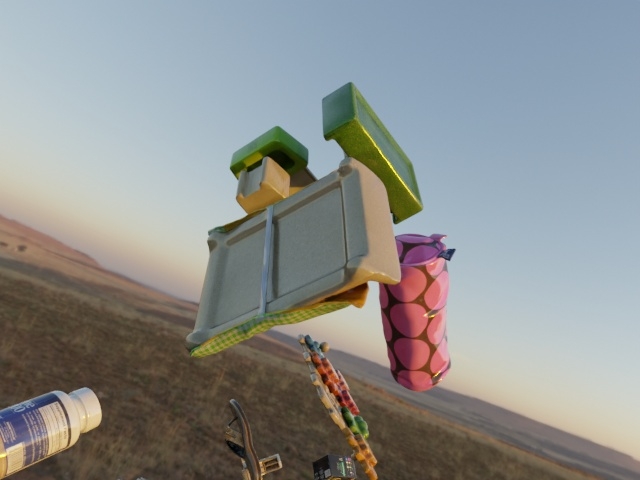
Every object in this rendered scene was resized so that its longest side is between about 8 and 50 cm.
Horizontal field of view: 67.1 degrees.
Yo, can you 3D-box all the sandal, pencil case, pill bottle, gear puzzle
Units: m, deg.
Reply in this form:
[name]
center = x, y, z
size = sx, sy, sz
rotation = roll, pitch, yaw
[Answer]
[sandal]
center = -0.186, 0.466, 1.106
size = 0.060, 0.219, 0.089
rotation = -12, -38, -17
[pencil case]
center = 0.133, 0.095, 0.649
size = 0.095, 0.098, 0.209
rotation = 20, -53, 42
[pill bottle]
center = -0.310, 0.206, 0.529
size = 0.067, 0.066, 0.120
rotation = 13, 14, 33
[gear puzzle]
center = 0.038, 0.279, 0.845
size = 0.175, 0.044, 0.339
rotation = 59, -2, -17

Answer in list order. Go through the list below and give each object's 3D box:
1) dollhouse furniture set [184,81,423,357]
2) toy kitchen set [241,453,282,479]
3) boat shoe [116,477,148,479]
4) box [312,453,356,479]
[dollhouse furniture set]
center = 0.000, 0.000, 0.524
size = 0.198, 0.301, 0.151
rotation = -26, -51, 23
[toy kitchen set]
center = -0.149, 0.542, 1.183
size = 0.075, 0.068, 0.083
rotation = -21, -14, 6
[boat shoe]
center = -0.344, 0.485, 0.941
size = 0.125, 0.038, 0.046
rotation = 8, -52, 12
[box]
center = 0.033, 0.549, 1.155
size = 0.083, 0.052, 0.062
rotation = 25, -52, -35
